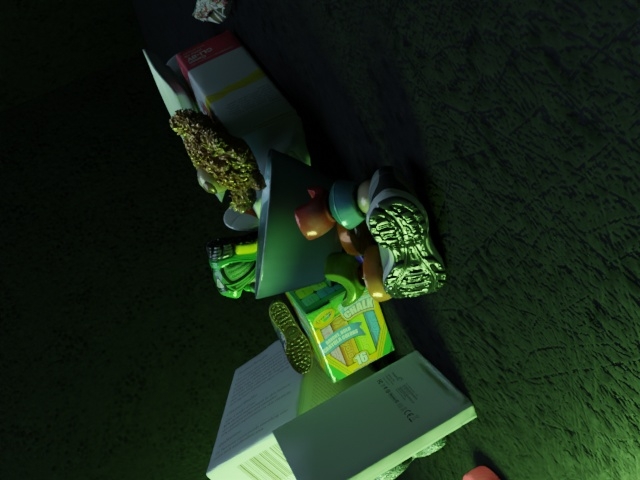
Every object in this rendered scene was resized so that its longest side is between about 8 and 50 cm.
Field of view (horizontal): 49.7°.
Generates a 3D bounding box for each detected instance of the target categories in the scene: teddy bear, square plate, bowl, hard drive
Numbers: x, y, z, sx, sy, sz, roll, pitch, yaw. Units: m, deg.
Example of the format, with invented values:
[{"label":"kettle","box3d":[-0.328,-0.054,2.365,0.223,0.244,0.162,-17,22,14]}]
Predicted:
[{"label":"teddy bear","box3d":[-0.227,-0.170,1.446,0.338,0.113,0.245,48,163,46]},{"label":"square plate","box3d":[-0.361,-0.321,1.878,0.347,0.049,0.344,52,165,48]},{"label":"bowl","box3d":[-0.043,-0.027,1.440,0.311,0.163,0.312,-174,90,-81]},{"label":"hard drive","box3d":[0.097,0.364,1.364,0.047,0.352,0.233,68,168,-25]}]

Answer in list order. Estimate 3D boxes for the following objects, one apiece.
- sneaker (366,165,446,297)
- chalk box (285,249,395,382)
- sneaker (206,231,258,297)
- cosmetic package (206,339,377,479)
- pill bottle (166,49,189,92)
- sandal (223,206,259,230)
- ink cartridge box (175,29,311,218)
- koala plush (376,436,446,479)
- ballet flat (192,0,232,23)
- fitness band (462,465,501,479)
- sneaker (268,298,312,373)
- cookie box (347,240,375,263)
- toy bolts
[{"label":"sneaker","box3d":[0.133,-0.004,1.074,0.272,0.100,0.108,70,-168,-47]},{"label":"chalk box","box3d":[0.031,0.154,1.652,0.180,0.179,0.289,45,159,59]},{"label":"sneaker","box3d":[-0.144,0.051,1.689,0.134,0.343,0.147,3,101,38]},{"label":"cosmetic package","box3d":[-0.044,0.494,1.845,0.327,0.329,0.394,44,-153,-19]},{"label":"pill bottle","box3d":[-0.350,-0.403,2.109,0.188,0.187,0.334,54,166,41]},{"label":"sandal","box3d":[-0.137,-0.080,1.738,0.101,0.265,0.076,28,134,19]},{"label":"ink cartridge box","box3d":[-0.179,-0.279,1.666,0.385,0.160,0.279,54,166,39]},{"label":"koala plush","box3d":[0.168,0.440,1.686,0.221,0.196,0.203,57,178,13]},{"label":"ballet flat","box3d":[-0.245,-0.539,1.590,0.077,0.091,0.241,43,178,-13]},{"label":"fitness band","box3d":[0.382,0.580,1.361,0.291,0.054,0.209,51,161,45]},{"label":"sneaker","box3d":[-0.074,0.228,1.700,0.086,0.064,0.192,-136,22,-79]},{"label":"cookie box","box3d":[0.076,0.002,1.448,0.092,0.040,0.107,63,170,2]},{"label":"toy bolts","box3d":[0.085,-0.027,1.231,0.229,0.158,0.218,58,-146,-31]}]
